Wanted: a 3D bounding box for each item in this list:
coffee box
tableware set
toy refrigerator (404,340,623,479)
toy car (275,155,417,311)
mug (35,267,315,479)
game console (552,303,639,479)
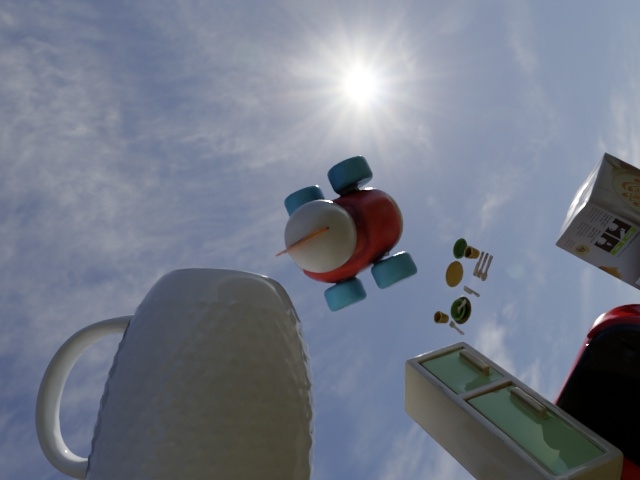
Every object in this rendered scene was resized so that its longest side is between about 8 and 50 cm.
[{"bbox_3d":[0.475,-0.001,0.892,0.141,0.246,0.098,-50,-15,-42],"label":"coffee box"},{"bbox_3d":[0.235,0.077,1.103,0.024,0.104,0.154,13,-78,-25],"label":"tableware set"},{"bbox_3d":[0.219,0.227,0.783,0.102,0.269,0.094,-13,-66,-24],"label":"toy refrigerator"},{"bbox_3d":[0.000,0.000,1.029,0.238,0.210,0.219,-10,-106,-55],"label":"toy car"},{"bbox_3d":[-0.190,0.212,0.833,0.276,0.374,0.328,65,-152,-70],"label":"mug"},{"bbox_3d":[0.434,0.288,0.711,0.060,0.386,0.342,-18,-50,-46],"label":"game console"}]
